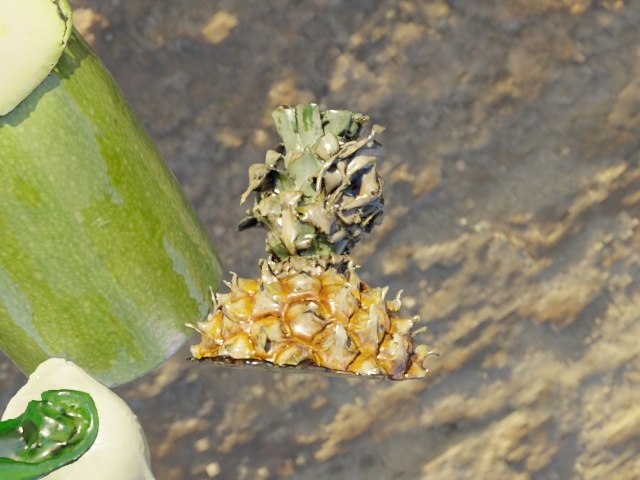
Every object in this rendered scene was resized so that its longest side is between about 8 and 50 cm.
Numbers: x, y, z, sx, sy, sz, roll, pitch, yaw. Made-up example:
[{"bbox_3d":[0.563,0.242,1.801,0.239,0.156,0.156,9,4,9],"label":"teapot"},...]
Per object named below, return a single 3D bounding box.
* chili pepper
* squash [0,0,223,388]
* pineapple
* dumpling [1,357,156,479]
[{"bbox_3d":[-0.295,0.166,1.081,0.257,0.100,0.074,-6,143,-19],"label":"chili pepper"},{"bbox_3d":[-0.286,-0.051,1.448,0.263,0.263,0.384,-31,133,-3],"label":"squash"},{"bbox_3d":[0.000,0.000,1.439,0.262,0.262,0.271,9,83,-39],"label":"pineapple"},{"bbox_3d":[-0.246,0.220,1.416,0.155,0.181,0.111,-38,149,-17],"label":"dumpling"}]
